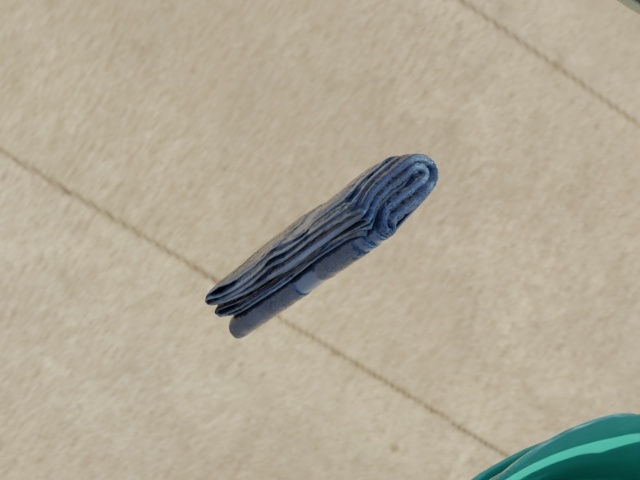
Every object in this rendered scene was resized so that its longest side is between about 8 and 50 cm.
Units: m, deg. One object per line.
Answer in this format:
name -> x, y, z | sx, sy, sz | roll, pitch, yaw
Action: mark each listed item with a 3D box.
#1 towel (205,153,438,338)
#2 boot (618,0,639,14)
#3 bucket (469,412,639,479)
towel -> 0.000, 0.000, 0.649 | 0.029, 0.119, 0.067 | 50, 42, -4
boot -> 0.107, -0.169, 0.395 | 0.244, 0.088, 0.176 | 39, 66, -2
bucket -> 0.141, 0.205, 0.577 | 0.281, 0.183, 0.281 | 1, 74, -4
